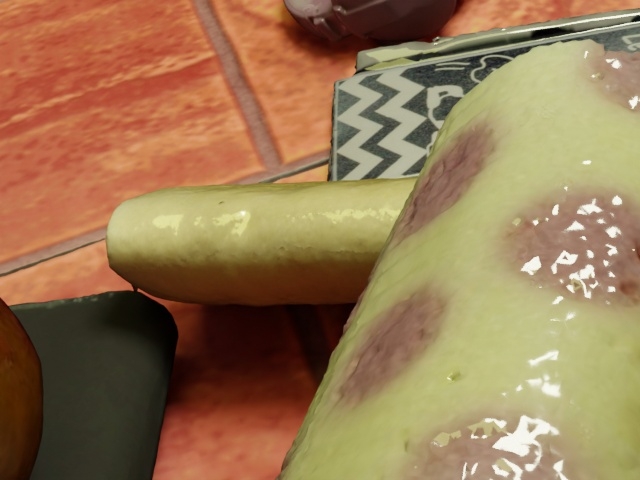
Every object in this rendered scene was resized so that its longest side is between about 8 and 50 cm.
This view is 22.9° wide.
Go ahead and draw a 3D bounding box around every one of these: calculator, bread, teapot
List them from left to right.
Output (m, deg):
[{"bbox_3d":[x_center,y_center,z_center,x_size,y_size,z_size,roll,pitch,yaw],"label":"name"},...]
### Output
[{"bbox_3d":[0.000,0.000,0.775,0.178,0.060,0.139,-1,3,20],"label":"bread"},{"bbox_3d":[0.038,-0.196,1.007,0.148,0.116,0.146,0,50,14],"label":"teapot"},{"bbox_3d":[0.085,0.096,0.548,0.155,0.187,0.338,-29,24,44],"label":"bread"},{"bbox_3d":[0.138,-0.077,0.889,0.274,0.028,0.166,-8,35,8],"label":"calculator"}]

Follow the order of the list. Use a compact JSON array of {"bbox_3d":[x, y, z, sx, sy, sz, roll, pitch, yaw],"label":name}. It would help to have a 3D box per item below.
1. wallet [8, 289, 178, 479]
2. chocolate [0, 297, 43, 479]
[{"bbox_3d":[-0.189,0.177,0.661,0.228,0.062,0.406,-9,37,10],"label":"wallet"},{"bbox_3d":[-0.187,0.070,0.618,0.177,0.177,0.177,-10,38,8],"label":"chocolate"}]
